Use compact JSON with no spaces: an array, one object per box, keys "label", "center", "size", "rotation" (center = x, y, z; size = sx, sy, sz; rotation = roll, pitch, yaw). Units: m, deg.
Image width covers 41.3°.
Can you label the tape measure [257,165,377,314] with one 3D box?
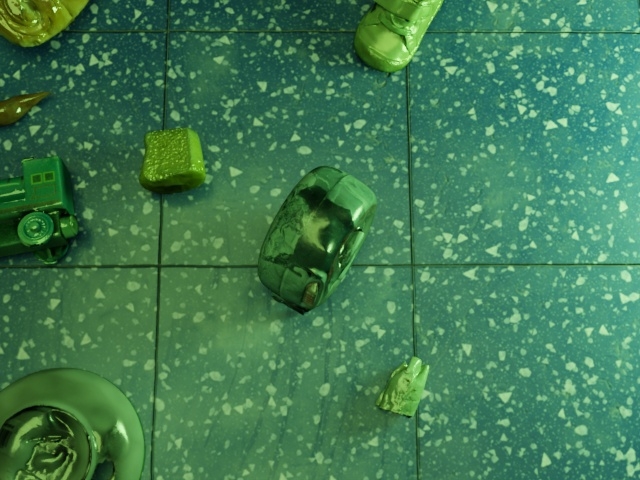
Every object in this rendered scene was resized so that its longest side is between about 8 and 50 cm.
[{"label":"tape measure","center":[0.000,0.000,1.557],"size":[0.147,0.275,0.256],"rotation":[29,75,9]}]

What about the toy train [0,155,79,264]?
[{"label":"toy train","center":[-0.618,-0.045,1.634],"size":[0.298,0.120,0.194],"rotation":[-10,71,-3]}]

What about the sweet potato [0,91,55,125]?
[{"label":"sweet potato","center":[-0.630,-0.262,1.711],"size":[0.195,0.056,0.056],"rotation":[-22,79,-10]}]

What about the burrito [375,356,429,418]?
[{"label":"burrito","center":[0.159,0.276,1.610],"size":[0.074,0.044,0.118],"rotation":[23,82,8]}]

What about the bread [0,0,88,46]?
[{"label":"bread","center":[-0.580,-0.509,1.709],"size":[0.198,0.120,0.236],"rotation":[42,76,-11]}]

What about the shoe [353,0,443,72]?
[{"label":"shoe","center":[0.161,-0.476,1.742],"size":[0.140,0.128,0.262],"rotation":[32,76,20]}]

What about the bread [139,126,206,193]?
[{"label":"bread","center":[-0.288,-0.150,1.661],"size":[0.129,0.111,0.114],"rotation":[-5,74,0]}]

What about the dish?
[{"label":"dish","center":[-0.490,0.389,1.534],"size":[0.324,0.124,0.324],"rotation":[0,78,-1]}]
